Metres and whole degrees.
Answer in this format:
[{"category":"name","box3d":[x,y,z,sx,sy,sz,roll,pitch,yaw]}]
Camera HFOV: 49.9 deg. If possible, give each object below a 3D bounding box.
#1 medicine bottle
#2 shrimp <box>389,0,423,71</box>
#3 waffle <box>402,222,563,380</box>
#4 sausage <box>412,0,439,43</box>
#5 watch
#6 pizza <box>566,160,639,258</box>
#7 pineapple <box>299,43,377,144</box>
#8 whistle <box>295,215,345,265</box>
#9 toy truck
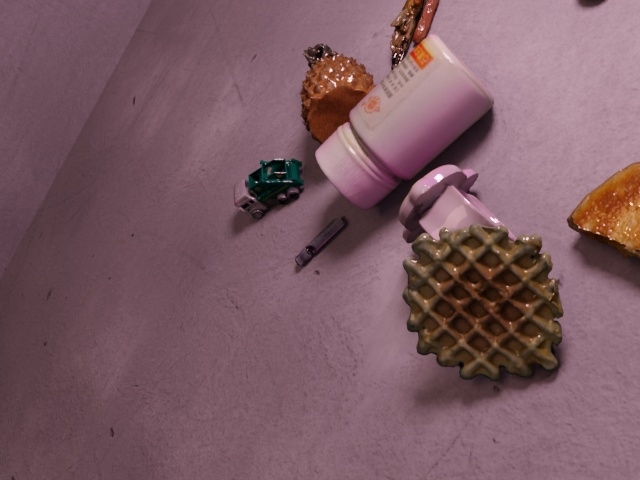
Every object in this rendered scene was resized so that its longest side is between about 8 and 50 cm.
[{"category":"medicine bottle","box3d":[0.189,-0.264,1.588,0.388,0.219,0.219,-43,45,20]},{"category":"shrimp","box3d":[0.218,-0.567,1.803,0.066,0.117,0.262,17,77,6]},{"category":"waffle","box3d":[0.293,0.115,1.266,0.291,0.056,0.309,-3,108,27]},{"category":"sausage","box3d":[0.280,-0.590,1.811,0.036,0.042,0.158,19,83,8]},{"category":"watch","box3d":[0.283,-0.025,1.405,0.211,0.248,0.217,-47,70,13]},{"category":"pizza","box3d":[0.590,-0.042,1.173,0.335,0.086,0.226,-22,59,37]},{"category":"pineapple","box3d":[0.035,-0.417,1.845,0.223,0.223,0.357,-40,37,21]},{"category":"whistle","box3d":[0.000,0.000,1.764,0.176,0.033,0.033,-44,44,19]},{"category":"toy truck","box3d":[-0.154,-0.158,1.936,0.216,0.116,0.110,-28,52,31]}]
